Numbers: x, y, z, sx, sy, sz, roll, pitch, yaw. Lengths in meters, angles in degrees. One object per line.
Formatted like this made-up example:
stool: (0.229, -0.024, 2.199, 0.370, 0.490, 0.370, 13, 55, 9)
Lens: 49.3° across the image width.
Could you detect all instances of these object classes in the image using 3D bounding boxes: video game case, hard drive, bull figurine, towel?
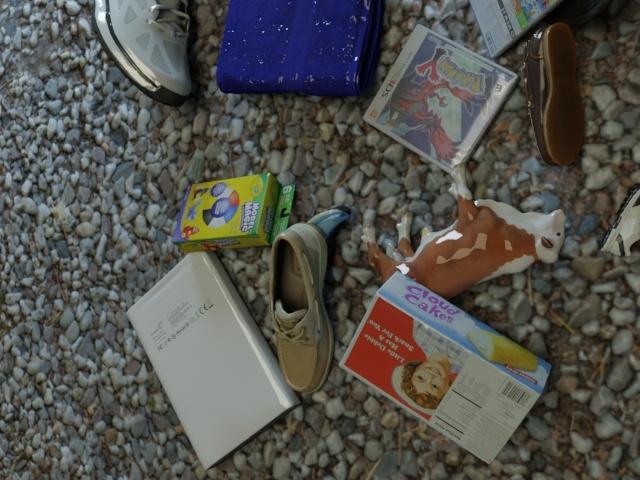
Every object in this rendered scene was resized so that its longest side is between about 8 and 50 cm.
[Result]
video game case: (0.291, -0.368, 1.044, 0.166, 0.015, 0.119, -38, 65, 60)
hard drive: (-0.212, 0.217, 1.318, 0.233, 0.047, 0.353, -40, 68, 20)
bull figurine: (0.212, 0.003, 1.068, 0.310, 0.101, 0.188, -32, 70, 23)
video game case: (0.191, -0.230, 1.138, 0.201, 0.023, 0.183, 37, 104, 26)
towel: (-0.035, -0.364, 1.250, 0.308, 0.076, 0.227, 8, 83, 30)

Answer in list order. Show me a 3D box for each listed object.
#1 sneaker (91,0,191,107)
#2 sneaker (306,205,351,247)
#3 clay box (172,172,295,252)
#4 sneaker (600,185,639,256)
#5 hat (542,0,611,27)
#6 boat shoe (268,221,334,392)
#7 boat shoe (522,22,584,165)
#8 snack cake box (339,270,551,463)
sneaker: (-0.309, -0.493, 1.349, 0.257, 0.169, 0.447, -35, 69, 25)
sneaker: (0.000, 0.000, 1.216, 0.162, 0.063, 0.073, -41, 79, 29)
clay box: (-0.159, -0.051, 1.280, 0.222, 0.053, 0.127, -6, 60, 29)
sneaker: (0.438, -0.027, 0.984, 0.044, 0.040, 0.109, 26, 103, 11)
hat: (0.383, -0.474, 0.974, 0.134, 0.331, 0.331, -13, 76, -17)
boat shoe: (-0.043, 0.124, 1.176, 0.109, 0.098, 0.302, 7, 105, 25)
boat shoe: (0.340, -0.211, 1.033, 0.073, 0.073, 0.206, 179, 90, -66)
snack cake box: (0.179, 0.184, 1.027, 0.264, 0.089, 0.152, 32, 122, 14)
